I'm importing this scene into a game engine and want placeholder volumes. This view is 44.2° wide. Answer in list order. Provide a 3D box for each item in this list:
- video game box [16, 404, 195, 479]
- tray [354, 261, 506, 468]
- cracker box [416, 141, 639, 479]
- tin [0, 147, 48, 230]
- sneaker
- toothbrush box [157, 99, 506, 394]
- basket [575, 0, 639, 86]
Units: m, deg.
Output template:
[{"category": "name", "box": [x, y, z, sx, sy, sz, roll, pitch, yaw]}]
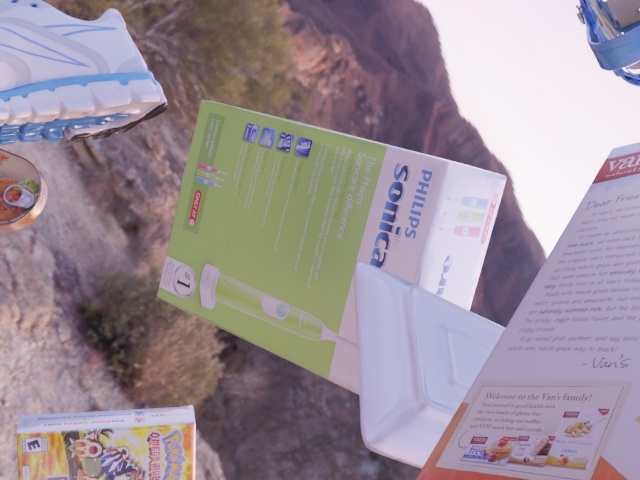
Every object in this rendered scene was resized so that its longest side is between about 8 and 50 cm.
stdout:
[{"category": "video game box", "box": [-0.232, 0.288, 0.870, 0.048, 0.187, 0.205, -136, -134, -69]}, {"category": "tray", "box": [0.139, 0.112, 0.550, 0.270, 0.030, 0.145, 26, 40, -26]}, {"category": "cracker box", "box": [0.166, 0.041, 0.347, 0.067, 0.232, 0.155, 48, -28, -20]}, {"category": "tin", "box": [-0.473, -0.081, 1.109, 0.189, 0.106, 0.040, 22, -10, 11]}, {"category": "sneaker", "box": [-0.180, -0.093, 0.424, 0.190, 0.071, 0.083, -15, 85, -43]}, {"category": "toothbrush box", "box": [0.000, 0.000, 0.742, 0.283, 0.206, 0.122, 19, 10, 36]}, {"category": "basket", "box": [0.338, -0.249, 0.666, 0.201, 0.254, 0.289, 58, 23, -14]}]
